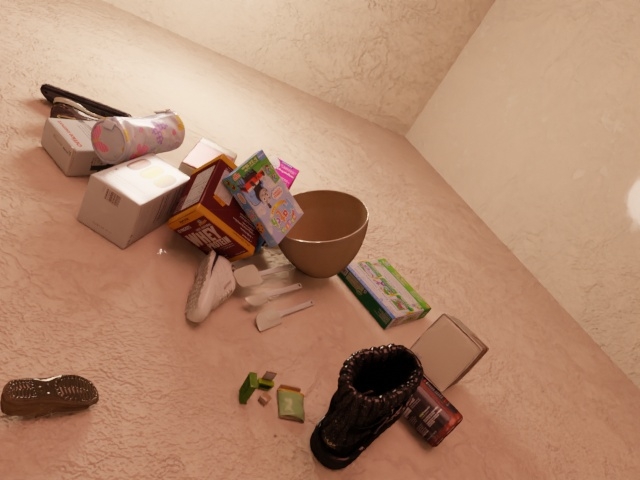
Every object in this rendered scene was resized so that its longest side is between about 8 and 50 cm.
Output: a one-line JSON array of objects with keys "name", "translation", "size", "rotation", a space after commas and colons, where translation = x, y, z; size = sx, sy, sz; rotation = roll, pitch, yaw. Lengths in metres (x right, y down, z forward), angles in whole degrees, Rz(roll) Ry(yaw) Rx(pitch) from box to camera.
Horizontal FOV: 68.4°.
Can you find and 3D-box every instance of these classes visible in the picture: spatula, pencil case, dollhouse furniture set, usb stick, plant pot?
[{"name": "spatula", "translation": [-0.115, 0.131, 1.236], "size": [0.242, 0.019, 0.168], "rotation": [-12, 68, -56]}, {"name": "pencil case", "translation": [-0.485, -0.286, 1.279], "size": [0.113, 0.124, 0.273], "rotation": [39, 29, 4]}, {"name": "dollhouse furniture set", "translation": [-0.087, 0.314, 0.967], "size": [0.151, 0.059, 0.076], "rotation": [21, 30, -23]}, {"name": "usb stick", "translation": [-0.713, -0.410, 1.449], "size": [0.277, 0.045, 0.077], "rotation": [20, -11, -5]}, {"name": "plant pot", "translation": [0.000, 0.000, 1.398], "size": [0.284, 0.191, 0.284], "rotation": [-2, 35, 1]}]

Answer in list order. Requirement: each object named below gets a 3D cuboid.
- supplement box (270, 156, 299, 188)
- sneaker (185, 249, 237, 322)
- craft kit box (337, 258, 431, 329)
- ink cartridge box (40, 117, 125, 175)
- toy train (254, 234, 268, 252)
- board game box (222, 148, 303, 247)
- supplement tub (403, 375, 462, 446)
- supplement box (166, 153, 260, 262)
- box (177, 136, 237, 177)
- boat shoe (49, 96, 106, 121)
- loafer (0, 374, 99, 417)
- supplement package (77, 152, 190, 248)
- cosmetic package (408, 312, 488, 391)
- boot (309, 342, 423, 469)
[{"name": "supplement box", "translation": [-0.166, -0.203, 1.686], "size": [0.111, 0.114, 0.220], "rotation": [29, 25, -5]}, {"name": "sneaker", "translation": [-0.248, 0.112, 1.110], "size": [0.094, 0.090, 0.235], "rotation": [37, 26, -20]}, {"name": "craft kit box", "translation": [0.210, 0.165, 1.545], "size": [0.246, 0.061, 0.250], "rotation": [-5, 45, -47]}, {"name": "ink cartridge box", "translation": [-0.629, -0.257, 1.300], "size": [0.153, 0.087, 0.208], "rotation": [44, 28, 20]}, {"name": "toy train", "translation": [-0.231, -0.040, 1.388], "size": [0.184, 0.080, 0.105], "rotation": [45, 38, 18]}, {"name": "board game box", "translation": [-0.144, -0.112, 1.234], "size": [0.212, 0.039, 0.160], "rotation": [57, 39, -19]}, {"name": "supplement tub", "translation": [0.239, 0.389, 1.142], "size": [0.198, 0.106, 0.106], "rotation": [45, 29, 25]}, {"name": "supplement box", "translation": [-0.254, -0.076, 1.220], "size": [0.191, 0.129, 0.194], "rotation": [42, 46, -33]}, {"name": "box", "translation": [-0.354, -0.190, 1.419], "size": [0.126, 0.149, 0.232], "rotation": [26, 27, -12]}, {"name": "boat shoe", "translation": [-0.685, -0.341, 1.407], "size": [0.227, 0.081, 0.069], "rotation": [23, 70, -43]}, {"name": "loafer", "translation": [-0.423, 0.244, 0.735], "size": [0.148, 0.050, 0.056], "rotation": [26, 26, -48]}, {"name": "supplement package", "translation": [-0.459, -0.109, 1.186], "size": [0.139, 0.134, 0.244], "rotation": [33, 27, -1]}, {"name": "cosmetic package", "translation": [0.348, 0.297, 1.260], "size": [0.129, 0.153, 0.296], "rotation": [45, 9, 25]}, {"name": "boot", "translation": [0.130, 0.284, 0.955], "size": [0.131, 0.260, 0.348], "rotation": [32, 38, 19]}]
